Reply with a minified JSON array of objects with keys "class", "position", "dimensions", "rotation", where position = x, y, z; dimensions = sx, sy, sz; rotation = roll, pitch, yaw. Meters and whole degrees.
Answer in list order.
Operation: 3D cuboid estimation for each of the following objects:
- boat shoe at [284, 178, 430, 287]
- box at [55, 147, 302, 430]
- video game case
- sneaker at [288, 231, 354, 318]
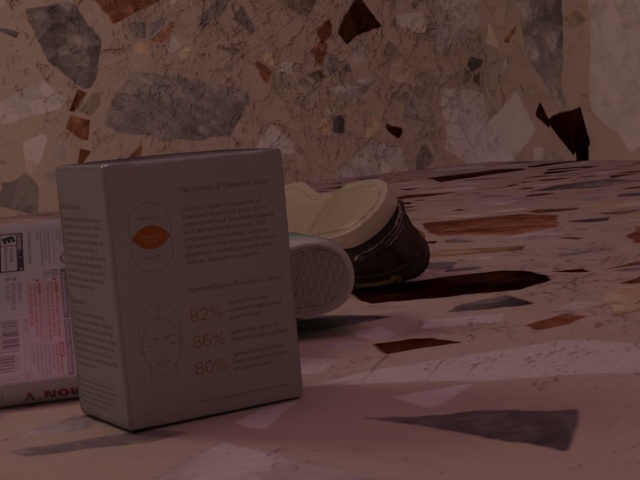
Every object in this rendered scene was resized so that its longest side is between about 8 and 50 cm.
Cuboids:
[{"class":"boat shoe","position":[0.000,0.000,1.546],"dimensions":[0.116,0.097,0.324],"rotation":[-53,24,-22]},{"class":"box","position":[-0.095,0.027,0.932],"dimensions":[0.130,0.170,0.091],"rotation":[-8,6,-30]},{"class":"video game case","position":[-0.170,0.046,1.081],"dimensions":[0.183,0.023,0.201],"rotation":[-6,37,-9]},{"class":"sneaker","position":[-0.103,0.043,1.230],"dimensions":[0.256,0.094,0.151],"rotation":[-4,2,-5]}]
